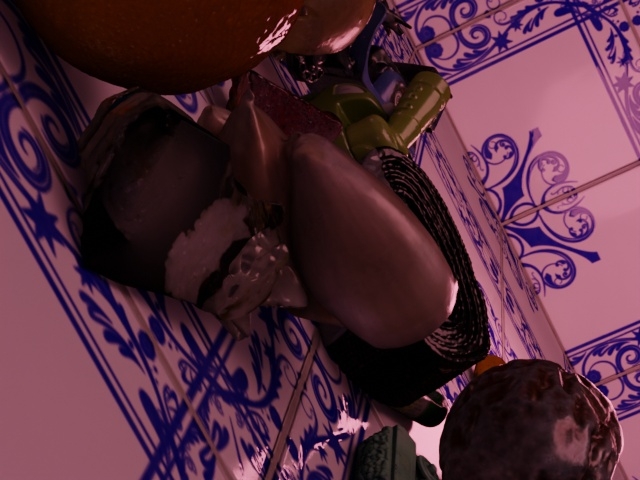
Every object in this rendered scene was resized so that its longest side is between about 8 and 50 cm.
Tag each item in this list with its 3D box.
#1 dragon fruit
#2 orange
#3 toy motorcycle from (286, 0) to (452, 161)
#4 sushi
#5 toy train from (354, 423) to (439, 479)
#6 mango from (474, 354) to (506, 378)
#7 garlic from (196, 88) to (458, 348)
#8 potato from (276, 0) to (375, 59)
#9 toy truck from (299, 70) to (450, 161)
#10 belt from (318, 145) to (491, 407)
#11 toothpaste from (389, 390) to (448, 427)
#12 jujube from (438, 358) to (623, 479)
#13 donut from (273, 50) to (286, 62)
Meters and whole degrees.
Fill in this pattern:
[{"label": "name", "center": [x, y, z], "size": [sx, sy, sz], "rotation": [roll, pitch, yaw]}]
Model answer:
[{"label": "dragon fruit", "center": [-0.060, -0.131, 1.587], "size": [0.147, 0.096, 0.102], "rotation": [30, 11, -10]}, {"label": "orange", "center": [-0.136, -0.245, 1.129], "size": [0.264, 0.264, 0.264], "rotation": [59, 15, -25]}, {"label": "toy motorcycle", "center": [0.059, -0.240, 1.967], "size": [0.213, 0.125, 0.358], "rotation": [-65, 146, -20]}, {"label": "sushi", "center": [-0.104, -0.020, 1.156], "size": [0.109, 0.134, 0.273], "rotation": [41, 4, 36]}, {"label": "toy train", "center": [0.076, 0.254, 1.450], "size": [0.099, 0.070, 0.172], "rotation": [51, 16, -13]}, {"label": "mango", "center": [0.281, 0.230, 2.318], "size": [0.079, 0.057, 0.114], "rotation": [67, 21, -12]}, {"label": "garlic", "center": [0.000, -0.001, 1.324], "size": [0.279, 0.132, 0.325], "rotation": [26, -11, 27]}, {"label": "potato", "center": [-0.028, -0.346, 1.738], "size": [0.299, 0.116, 0.239], "rotation": [-10, 72, -43]}, {"label": "toy truck", "center": [0.055, -0.122, 1.780], "size": [0.148, 0.210, 0.187], "rotation": [59, 32, -26]}, {"label": "belt", "center": [0.070, 0.045, 1.621], "size": [0.184, 0.164, 0.289], "rotation": [9, 55, -43]}, {"label": "toothpaste", "center": [0.104, 0.188, 1.726], "size": [0.078, 0.047, 0.248], "rotation": [58, 11, 27]}, {"label": "jujube", "center": [0.251, 0.271, 1.749], "size": [0.215, 0.247, 0.308], "rotation": [27, 4, 7]}, {"label": "donut", "center": [-0.055, -0.331, 1.979], "size": [0.175, 0.068, 0.175], "rotation": [58, 15, -25]}]
